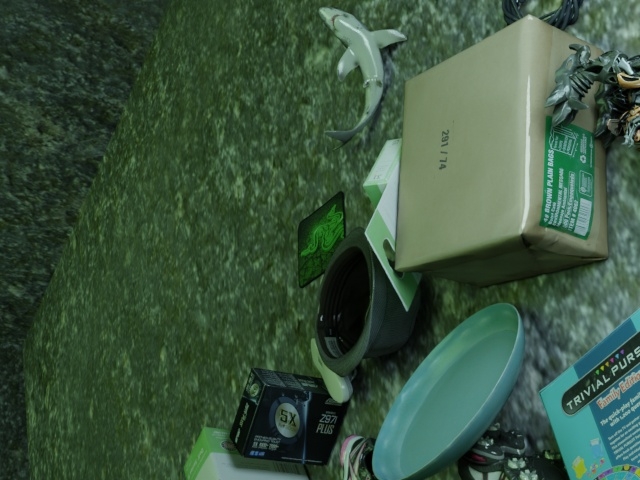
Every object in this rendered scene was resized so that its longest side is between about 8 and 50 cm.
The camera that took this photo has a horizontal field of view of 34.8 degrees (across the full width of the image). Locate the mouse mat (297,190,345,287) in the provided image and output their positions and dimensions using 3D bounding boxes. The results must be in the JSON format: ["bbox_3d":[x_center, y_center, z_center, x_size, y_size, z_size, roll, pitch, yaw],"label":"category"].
[{"bbox_3d":[0.000,0.000,2.097,0.189,0.007,0.153,-36,49,50],"label":"mouse mat"}]

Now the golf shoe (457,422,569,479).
[{"bbox_3d":[0.277,0.339,1.383,0.273,0.105,0.120,-158,66,-68],"label":"golf shoe"}]

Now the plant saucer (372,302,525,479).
[{"bbox_3d":[0.192,0.228,1.484,0.318,0.043,0.317,-49,9,11],"label":"plant saucer"}]

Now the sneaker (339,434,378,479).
[{"bbox_3d":[0.074,0.418,1.734,0.077,0.072,0.178,-17,70,47],"label":"sneaker"}]

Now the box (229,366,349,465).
[{"bbox_3d":[-0.057,0.327,1.886,0.077,0.180,0.147,39,113,61],"label":"box"}]

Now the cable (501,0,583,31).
[{"bbox_3d":[0.351,-0.383,1.576,0.184,0.047,0.151,-25,53,59],"label":"cable"}]

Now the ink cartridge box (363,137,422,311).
[{"bbox_3d":[0.122,-0.027,1.618,0.056,0.171,0.235,-5,40,35],"label":"ink cartridge box"}]

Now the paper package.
[{"bbox_3d":[0.260,-0.117,1.498,0.309,0.168,0.325,-21,60,58],"label":"paper package"}]

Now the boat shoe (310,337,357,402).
[{"bbox_3d":[0.034,0.235,1.882,0.184,0.063,0.066,-131,35,-65],"label":"boat shoe"}]

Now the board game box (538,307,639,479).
[{"bbox_3d":[0.405,0.258,1.174,0.254,0.079,0.336,-52,37,40],"label":"board game box"}]

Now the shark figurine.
[{"bbox_3d":[0.084,-0.318,2.007,0.116,0.166,0.278,-98,5,-81],"label":"shark figurine"}]

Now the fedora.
[{"bbox_3d":[0.090,0.113,1.759,0.275,0.124,0.244,121,150,-47],"label":"fedora"}]

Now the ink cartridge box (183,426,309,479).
[{"bbox_3d":[-0.110,0.519,1.877,0.119,0.207,0.353,-61,32,25],"label":"ink cartridge box"}]

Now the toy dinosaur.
[{"bbox_3d":[0.429,-0.193,1.289,0.218,0.164,0.322,-4,56,46],"label":"toy dinosaur"}]
